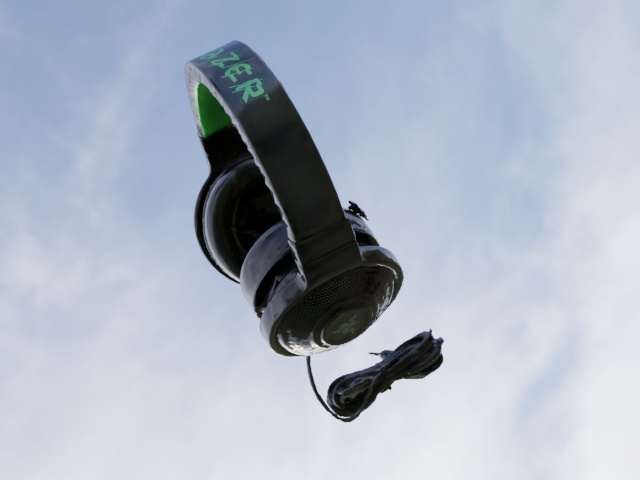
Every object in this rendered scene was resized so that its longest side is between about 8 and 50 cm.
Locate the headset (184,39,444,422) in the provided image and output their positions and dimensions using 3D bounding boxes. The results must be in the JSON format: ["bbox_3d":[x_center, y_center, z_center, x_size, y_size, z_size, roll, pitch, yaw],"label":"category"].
[{"bbox_3d":[0.000,0.000,1.106,0.185,0.243,0.394,-25,-55,-12],"label":"headset"}]
